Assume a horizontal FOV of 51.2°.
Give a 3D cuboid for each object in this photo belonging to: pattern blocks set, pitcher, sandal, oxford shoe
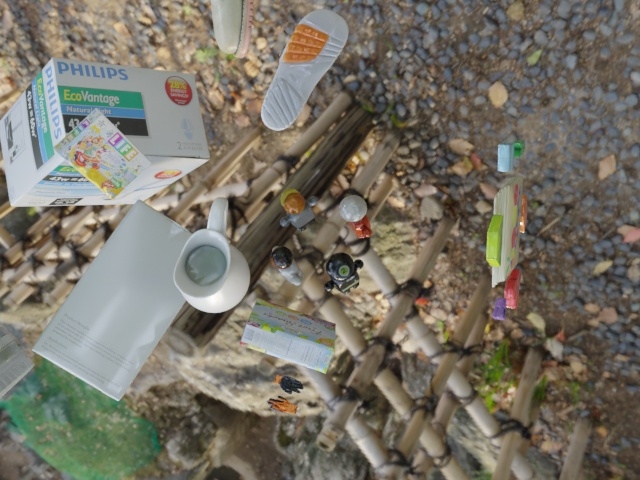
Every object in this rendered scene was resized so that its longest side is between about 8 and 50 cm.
[{"bbox_3d":[0.333,-0.019,1.195,0.026,0.285,0.325,6,97,25],"label":"pattern blocks set"},{"bbox_3d":[-0.180,0.030,1.148,0.125,0.178,0.207,15,166,2],"label":"pitcher"},{"bbox_3d":[-0.047,-0.347,1.353,0.102,0.265,0.076,32,-179,-20],"label":"sandal"},{"bbox_3d":[-0.211,-0.508,1.149,0.140,0.146,0.397,-179,76,-70],"label":"oxford shoe"}]

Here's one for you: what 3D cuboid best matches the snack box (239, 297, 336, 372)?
[{"bbox_3d":[-0.071,0.218,1.560,0.207,0.174,0.070,17,102,-1],"label":"snack box"}]

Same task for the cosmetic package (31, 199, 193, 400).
[{"bbox_3d":[-0.426,0.125,1.466,0.217,0.385,0.156,38,162,-15],"label":"cosmetic package"}]

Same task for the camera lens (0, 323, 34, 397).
[{"bbox_3d":[-0.770,0.232,1.385,0.274,0.219,0.219,47,139,-6],"label":"camera lens"}]

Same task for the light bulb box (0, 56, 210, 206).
[{"bbox_3d":[-0.520,-0.240,1.596,0.361,0.358,0.225,-21,79,46],"label":"light bulb box"}]

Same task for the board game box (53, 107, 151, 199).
[{"bbox_3d":[-0.392,-0.154,1.213,0.026,0.103,0.154,42,175,35],"label":"board game box"}]

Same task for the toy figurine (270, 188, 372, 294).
[{"bbox_3d":[0.000,0.000,1.449,0.209,0.213,0.148,10,162,15],"label":"toy figurine"}]

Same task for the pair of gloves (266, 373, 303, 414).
[{"bbox_3d":[-0.080,0.352,1.524,0.074,0.083,0.010,14,162,15],"label":"pair of gloves"}]
